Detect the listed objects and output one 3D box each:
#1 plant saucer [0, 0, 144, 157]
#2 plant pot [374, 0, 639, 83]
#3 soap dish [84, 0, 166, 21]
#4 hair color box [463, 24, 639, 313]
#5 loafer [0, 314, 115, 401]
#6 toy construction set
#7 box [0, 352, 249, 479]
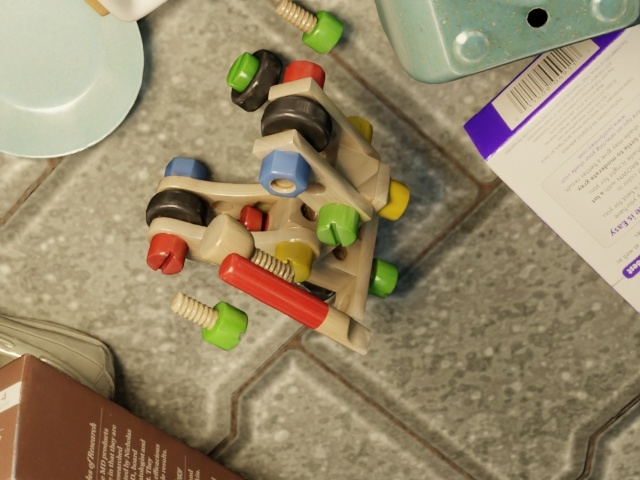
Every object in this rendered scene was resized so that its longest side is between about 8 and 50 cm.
[{"bbox_3d":[-0.254,-0.169,1.179,0.195,0.037,0.195,-2,116,-4],"label":"plant saucer"},{"bbox_3d":[0.142,-0.259,1.039,0.247,0.252,0.247,-16,118,8],"label":"plant pot"},{"bbox_3d":[-0.143,-0.308,0.994,0.229,0.291,0.118,-35,70,4],"label":"soap dish"},{"bbox_3d":[0.319,-0.048,1.255,0.185,0.110,0.339,-43,111,13],"label":"hair color box"},{"bbox_3d":[-0.355,0.116,1.267,0.319,0.111,0.112,10,115,-10],"label":"loafer"},{"bbox_3d":[0.000,0.000,1.156,0.237,0.309,0.257,30,118,-23],"label":"toy construction set"},{"bbox_3d":[-0.209,0.273,1.268,0.191,0.143,0.381,-29,132,27],"label":"box"}]
